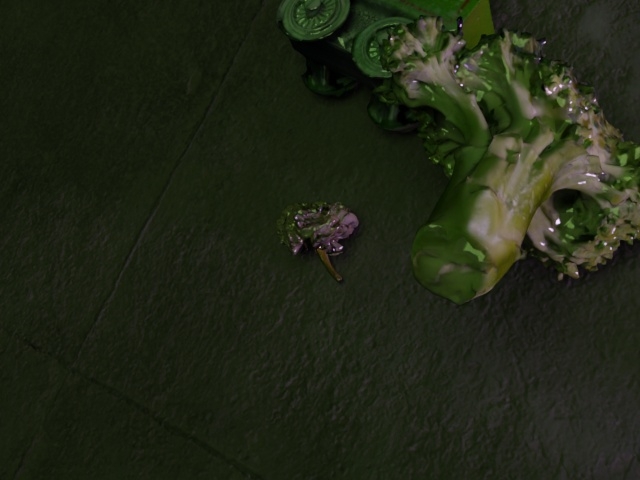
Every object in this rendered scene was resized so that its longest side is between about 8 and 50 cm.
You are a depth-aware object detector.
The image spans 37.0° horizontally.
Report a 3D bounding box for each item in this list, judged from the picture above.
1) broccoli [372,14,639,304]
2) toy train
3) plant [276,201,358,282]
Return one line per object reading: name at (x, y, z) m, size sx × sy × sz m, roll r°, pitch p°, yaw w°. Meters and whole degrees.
broccoli at (0.241, -0.056, 1.109) m, size 0.353 × 0.275 × 0.397 m, roll 2°, pitch 37°, yaw -9°
toy train at (0.099, -0.309, 1.352) m, size 0.307 × 0.173 × 0.249 m, roll 33°, pitch 78°, yaw 28°
plant at (0.000, 0.000, 1.348) m, size 0.116 × 0.104 × 0.122 m, roll -3°, pitch 105°, yaw 57°
